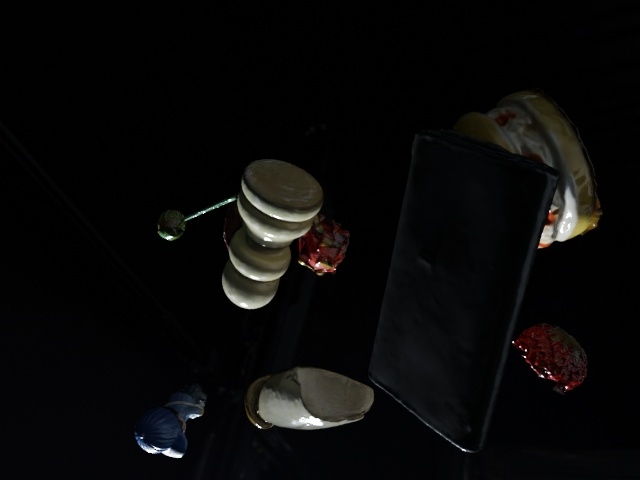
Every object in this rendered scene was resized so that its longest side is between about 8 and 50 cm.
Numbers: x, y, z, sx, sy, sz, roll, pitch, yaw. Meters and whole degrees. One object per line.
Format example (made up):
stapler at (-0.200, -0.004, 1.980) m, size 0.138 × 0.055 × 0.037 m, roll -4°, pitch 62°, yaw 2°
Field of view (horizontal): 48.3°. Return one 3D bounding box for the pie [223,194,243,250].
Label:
pie at (-0.178, -0.030, 1.591) m, size 0.038 × 0.153 × 0.154 m, roll 6°, pitch -105°, yaw -26°

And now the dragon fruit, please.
dragon fruit at (0.000, 0.000, 1.813) m, size 0.208 × 0.150 × 0.133 m, roll 55°, pitch -174°, yaw -44°

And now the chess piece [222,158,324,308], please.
chess piece at (-0.117, 0.004, 1.418) m, size 0.167 × 0.167 × 0.300 m, roll -50°, pitch -13°, yaw -56°

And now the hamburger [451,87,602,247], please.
hamburger at (0.316, -0.089, 1.202) m, size 0.303 × 0.186 × 0.261 m, roll 67°, pitch 178°, yaw -61°

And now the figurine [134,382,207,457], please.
figurine at (-0.226, 0.265, 1.091) m, size 0.079 × 0.077 × 0.136 m, roll 63°, pitch -151°, yaw -28°

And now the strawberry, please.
strawberry at (0.435, 0.211, 1.335) m, size 0.145 × 0.086 × 0.145 m, roll 26°, pitch -156°, yaw -12°

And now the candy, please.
candy at (-0.239, -0.052, 1.390) m, size 0.061 × 0.202 × 0.061 m, roll 35°, pitch -134°, yaw -45°

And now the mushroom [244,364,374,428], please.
mushroom at (-0.055, 0.353, 1.598) m, size 0.154 × 0.407 × 0.137 m, roll 9°, pitch -109°, yaw -30°

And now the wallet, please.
wallet at (0.183, 0.065, 0.994) m, size 0.062 × 0.228 × 0.406 m, roll -9°, pitch -63°, yaw -40°
